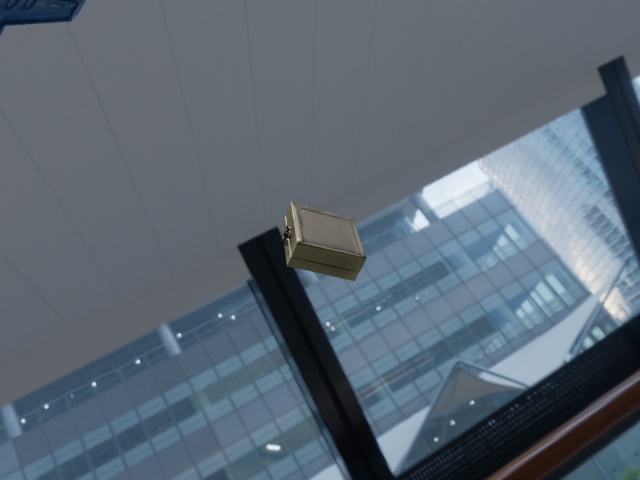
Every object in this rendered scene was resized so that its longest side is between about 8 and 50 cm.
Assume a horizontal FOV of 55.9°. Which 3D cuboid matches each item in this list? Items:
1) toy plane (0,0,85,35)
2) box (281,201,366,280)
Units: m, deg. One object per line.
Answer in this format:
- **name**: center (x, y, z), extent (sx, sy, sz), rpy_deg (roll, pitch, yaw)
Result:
- **toy plane**: center (-0.344, -0.235, 0.504), extent (0.254, 0.105, 0.271), rpy_deg (32, -83, -31)
- **box**: center (0.000, 0.000, 0.653), extent (0.083, 0.079, 0.035), rpy_deg (14, -58, -18)
